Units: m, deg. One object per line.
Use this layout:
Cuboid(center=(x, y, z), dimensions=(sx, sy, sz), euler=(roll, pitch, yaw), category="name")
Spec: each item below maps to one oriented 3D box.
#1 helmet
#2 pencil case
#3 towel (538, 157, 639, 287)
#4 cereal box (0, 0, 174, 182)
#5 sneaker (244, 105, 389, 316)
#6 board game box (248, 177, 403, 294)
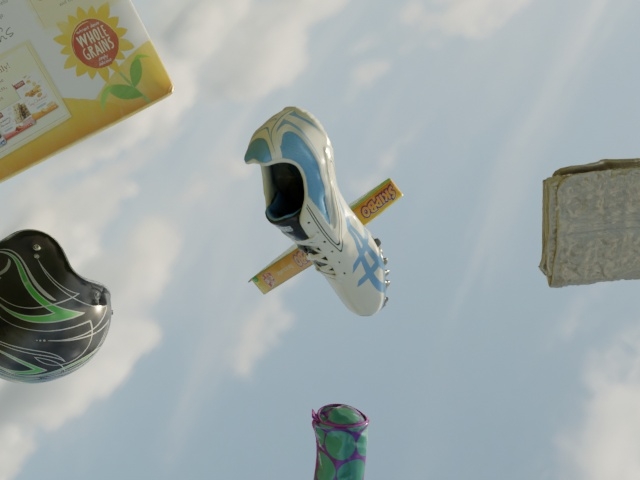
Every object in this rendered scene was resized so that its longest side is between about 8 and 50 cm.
Cuboid(center=(-0.331, 0.086, 1.852), dimensions=(0.169, 0.161, 0.169), euler=(-41, 172, -7), category="helmet")
Cuboid(center=(0.017, 0.266, 1.859), dimensions=(0.064, 0.070, 0.152), euler=(-97, -168, -68), category="pencil case")
Cuboid(center=(0.461, -0.028, 2.355), dimensions=(0.049, 0.282, 0.187), euler=(-110, -162, -66), category="towel")
Cuboid(center=(-0.217, -0.158, 0.966), dimensions=(0.173, 0.240, 0.047), euler=(-29, -173, -23), category="cereal box")
Cuboid(center=(-0.006, -0.015, 1.506), dimensions=(0.086, 0.237, 0.085), euler=(-43, -145, -24), category="sneaker")
Cuboid(center=(0.000, 0.000, 2.012), dimensions=(0.124, 0.039, 0.259), euler=(-38, -175, -27), category="board game box")
